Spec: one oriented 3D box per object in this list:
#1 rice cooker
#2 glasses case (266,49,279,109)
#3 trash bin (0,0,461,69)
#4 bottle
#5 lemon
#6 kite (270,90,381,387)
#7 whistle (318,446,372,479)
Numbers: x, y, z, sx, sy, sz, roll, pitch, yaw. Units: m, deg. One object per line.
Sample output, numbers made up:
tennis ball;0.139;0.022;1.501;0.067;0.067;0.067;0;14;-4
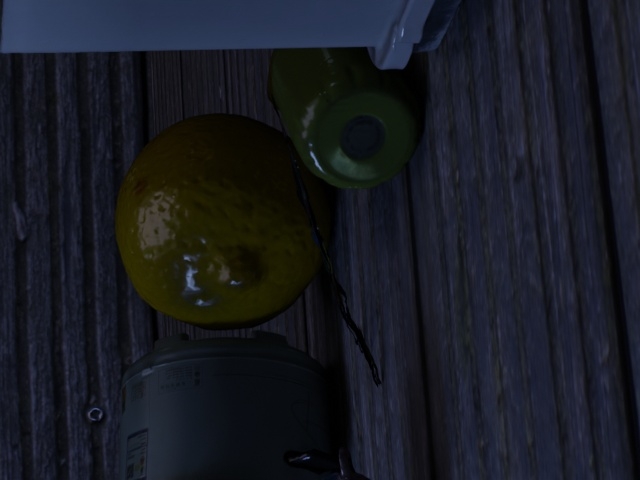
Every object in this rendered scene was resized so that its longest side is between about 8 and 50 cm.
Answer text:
rice cooker;-0.098;0.232;1.954;0.280;0.241;0.227;-20;60;34
glasses case;-0.015;-0.164;1.928;0.234;0.064;0.079;-141;54;-76
trash bin;-0.074;-0.256;1.396;0.296;0.367;0.256;116;143;-67
bottle;0.012;-0.144;1.668;0.260;0.112;0.112;-112;24;-61
lemon;-0.102;-0.019;1.956;0.253;0.228;0.228;-73;-14;-74
kite;0.000;0.000;1.735;0.152;0.015;0.285;-107;-4;-70
whistle;0.045;0.341;1.557;0.142;0.133;0.346;-172;72;-76
